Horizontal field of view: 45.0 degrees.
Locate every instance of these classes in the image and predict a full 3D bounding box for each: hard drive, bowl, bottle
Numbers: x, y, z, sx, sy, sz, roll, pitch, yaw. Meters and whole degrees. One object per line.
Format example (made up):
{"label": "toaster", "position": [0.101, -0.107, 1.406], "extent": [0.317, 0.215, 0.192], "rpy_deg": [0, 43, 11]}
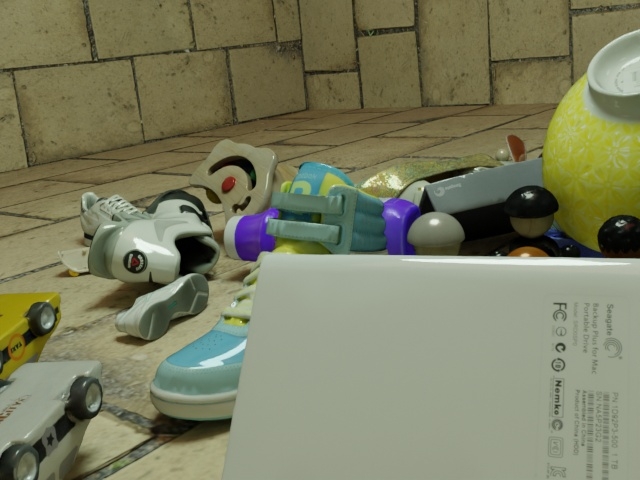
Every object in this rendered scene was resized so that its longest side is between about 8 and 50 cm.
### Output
{"label": "hard drive", "position": [0.090, 0.110, 0.494], "extent": [0.307, 0.203, 0.040], "rpy_deg": [0, -21, 23]}
{"label": "bowl", "position": [0.369, -0.137, 0.846], "extent": [0.289, 0.156, 0.290], "rpy_deg": [-20, 40, 18]}
{"label": "bottle", "position": [0.000, 0.000, 1.076], "extent": [0.282, 0.118, 0.092], "rpy_deg": [1, 16, 27]}
{"label": "hard drive", "position": [0.273, -0.058, 1.153], "extent": [0.254, 0.054, 0.172], "rpy_deg": [-12, -21, -5]}

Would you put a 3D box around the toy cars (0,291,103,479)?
{"label": "toy cars", "position": [-0.290, 0.149, 0.700], "extent": [0.176, 0.087, 0.393], "rpy_deg": [-18, 21, -23]}

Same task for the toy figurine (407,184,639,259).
{"label": "toy figurine", "position": [0.214, 0.036, 0.790], "extent": [0.212, 0.148, 0.209], "rpy_deg": [-12, 16, -24]}

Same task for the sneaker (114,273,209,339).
{"label": "sneaker", "position": [-0.199, 0.079, 0.982], "extent": [0.061, 0.054, 0.152], "rpy_deg": [-1, 16, 30]}

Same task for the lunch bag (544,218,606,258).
{"label": "lunch bag", "position": [0.406, -0.006, 0.952], "extent": [0.243, 0.115, 0.303], "rpy_deg": [-22, 22, -40]}

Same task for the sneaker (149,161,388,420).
{"label": "sneaker", "position": [-0.046, 0.035, 0.777], "extent": [0.127, 0.208, 0.319], "rpy_deg": [9, 21, 41]}

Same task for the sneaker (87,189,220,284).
{"label": "sneaker", "position": [-0.215, 0.008, 1.184], "extent": [0.146, 0.123, 0.330], "rpy_deg": [15, 17, 7]}

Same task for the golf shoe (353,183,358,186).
{"label": "golf shoe", "position": [0.028, -0.048, 1.392], "extent": [0.176, 0.069, 0.086], "rpy_deg": [-18, 35, -21]}

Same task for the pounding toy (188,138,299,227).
{"label": "pounding toy", "position": [-0.094, -0.060, 1.320], "extent": [0.269, 0.154, 0.154], "rpy_deg": [19, -11, 45]}

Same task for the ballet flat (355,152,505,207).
{"label": "ballet flat", "position": [0.199, -0.076, 1.317], "extent": [0.348, 0.123, 0.123], "rpy_deg": [-15, 17, -32]}

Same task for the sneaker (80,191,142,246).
{"label": "sneaker", "position": [-0.361, -0.032, 1.391], "extent": [0.235, 0.095, 0.090], "rpy_deg": [8, 18, 39]}

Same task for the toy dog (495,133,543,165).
{"label": "toy dog", "position": [0.473, -0.190, 1.505], "extent": [0.333, 0.161, 0.220], "rpy_deg": [-18, 10, -42]}

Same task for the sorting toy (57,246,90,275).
{"label": "sorting toy", "position": [-0.383, 0.029, 1.277], "extent": [0.083, 0.045, 0.075], "rpy_deg": [-9, 7, -9]}
